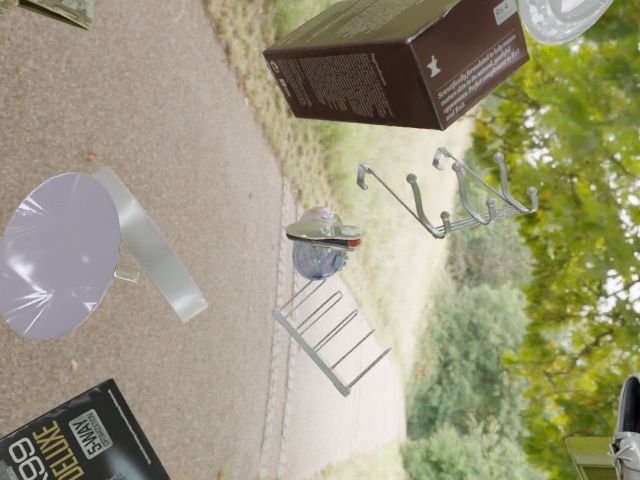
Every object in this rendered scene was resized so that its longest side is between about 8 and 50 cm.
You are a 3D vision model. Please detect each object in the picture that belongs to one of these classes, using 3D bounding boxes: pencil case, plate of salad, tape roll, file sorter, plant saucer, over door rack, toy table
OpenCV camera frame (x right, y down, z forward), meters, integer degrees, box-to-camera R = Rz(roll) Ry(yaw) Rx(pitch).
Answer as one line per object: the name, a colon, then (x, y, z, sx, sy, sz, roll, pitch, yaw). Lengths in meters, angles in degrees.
pencil case: (0.000, 0.000, 1.364, 0.273, 0.124, 0.113, -92, 179, -74)
plate of salad: (0.293, -0.325, 0.658, 0.048, 0.200, 0.200, 47, -7, 42)
tape roll: (-0.393, 0.012, 1.301, 0.392, 0.072, 0.392, 49, -16, 19)
file sorter: (0.036, 0.241, 1.511, 0.277, 0.173, 0.193, 48, -4, 11)
plant saucer: (0.550, 0.445, 1.033, 0.045, 0.188, 0.188, -26, 91, -40)
over door rack: (0.252, -0.128, 1.212, 0.324, 0.240, 0.108, 43, -39, 52)
toy table: (-0.440, 0.032, 0.995, 0.274, 0.252, 0.161, -67, -168, -15)

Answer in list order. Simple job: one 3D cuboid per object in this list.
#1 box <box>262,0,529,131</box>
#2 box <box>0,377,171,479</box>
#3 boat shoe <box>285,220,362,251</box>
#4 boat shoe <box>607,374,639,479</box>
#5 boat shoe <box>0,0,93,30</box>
box: (0.096, -0.283, 0.888, 0.191, 0.381, 0.143, -39, 119, -18)
box: (-0.355, 0.405, 0.876, 0.242, 0.076, 0.307, -27, 79, -34)
boat shoe: (0.005, -0.004, 1.019, 0.049, 0.137, 0.043, -96, -168, -50)
boat shoe: (0.327, 0.218, 0.594, 0.063, 0.066, 0.184, 36, 57, -1)
boat shoe: (-0.604, -0.500, 1.190, 0.285, 0.105, 0.089, -6, 106, -42)
